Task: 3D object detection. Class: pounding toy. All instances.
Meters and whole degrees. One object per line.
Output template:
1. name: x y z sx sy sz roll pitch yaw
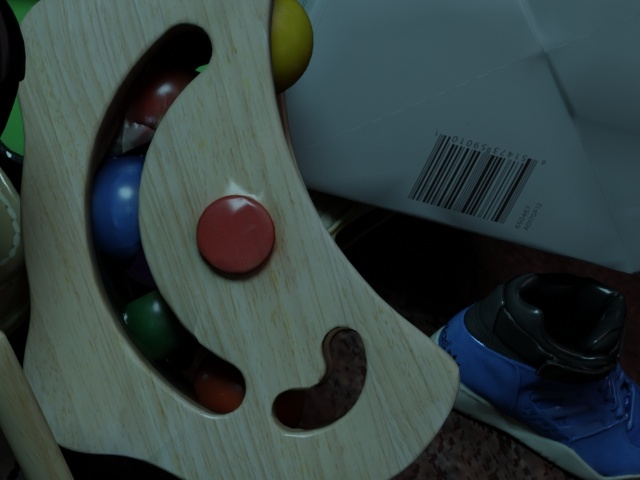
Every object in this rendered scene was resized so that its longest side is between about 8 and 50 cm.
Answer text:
1. pounding toy: -0.030 0.019 0.554 0.154 0.155 0.269 -4 86 3

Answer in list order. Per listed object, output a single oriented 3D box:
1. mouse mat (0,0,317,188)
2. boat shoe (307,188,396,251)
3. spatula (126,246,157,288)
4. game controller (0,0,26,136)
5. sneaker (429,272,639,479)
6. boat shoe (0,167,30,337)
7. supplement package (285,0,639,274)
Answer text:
1. mouse mat: -0.075 -0.073 0.723 0.190 0.007 0.152 5 37 -31
2. boat shoe: -0.001 0.001 0.731 0.048 0.056 0.153 38 33 -1
3. spatula: -0.022 -0.064 0.783 0.084 0.030 0.296 34 36 14
4. game controller: -0.255 -0.071 0.483 0.319 0.067 0.166 28 74 3
5. sneaker: 0.132 0.065 0.761 0.152 0.084 0.058 27 43 -20
6. boat shoe: -0.230 -0.091 0.573 0.341 0.110 0.121 41 40 -4
7. supplement package: 0.080 -0.156 0.756 0.199 0.198 0.262 15 34 -17
